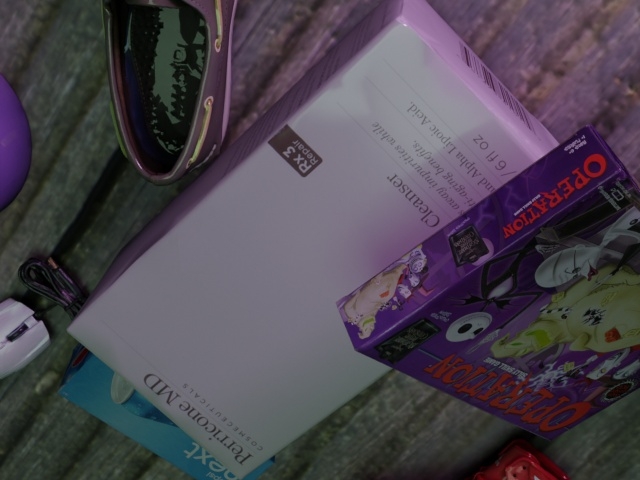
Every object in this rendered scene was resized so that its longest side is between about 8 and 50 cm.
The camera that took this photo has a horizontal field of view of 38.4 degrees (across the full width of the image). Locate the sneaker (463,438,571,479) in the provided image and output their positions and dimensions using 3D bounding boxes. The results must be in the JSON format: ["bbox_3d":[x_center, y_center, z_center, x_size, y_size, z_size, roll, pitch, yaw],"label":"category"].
[{"bbox_3d":[0.144,0.246,0.912,0.221,0.087,0.128,8,107,-8],"label":"sneaker"}]

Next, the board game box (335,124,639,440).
[{"bbox_3d":[0.190,0.058,0.712,0.208,0.056,0.347,-34,144,21],"label":"board game box"}]

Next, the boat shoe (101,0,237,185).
[{"bbox_3d":[-0.122,-0.193,0.740,0.109,0.091,0.305,5,114,7],"label":"boat shoe"}]

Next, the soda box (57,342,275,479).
[{"bbox_3d":[-0.144,0.162,0.897,0.210,0.067,0.071,37,115,-20],"label":"soda box"}]

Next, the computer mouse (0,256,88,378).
[{"bbox_3d":[-0.311,0.099,0.928,0.193,0.042,0.106,-34,106,21],"label":"computer mouse"}]

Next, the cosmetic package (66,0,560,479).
[{"bbox_3d":[0.000,0.000,0.773,0.217,0.156,0.385,42,112,-13],"label":"cosmetic package"}]

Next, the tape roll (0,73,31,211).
[{"bbox_3d":[-0.368,-0.086,0.834,0.189,0.080,0.189,4,115,8],"label":"tape roll"}]
